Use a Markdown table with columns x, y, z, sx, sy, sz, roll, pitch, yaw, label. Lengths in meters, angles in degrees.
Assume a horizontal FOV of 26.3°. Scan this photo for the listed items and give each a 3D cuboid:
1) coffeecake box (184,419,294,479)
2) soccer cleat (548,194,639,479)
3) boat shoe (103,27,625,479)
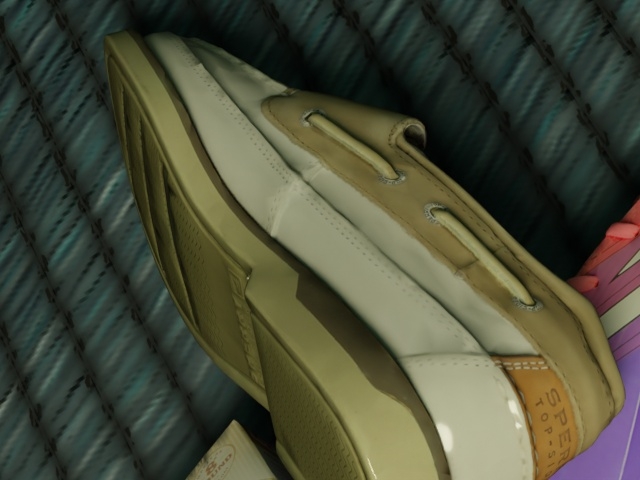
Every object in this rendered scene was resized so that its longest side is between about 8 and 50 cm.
| x | y | z | sx | sy | sz | roll | pitch | yaw | label |
| --- | --- | --- | --- | --- | --- | --- | --- | --- | --- |
| -0.030 | 0.166 | 0.489 | 0.068 | 0.185 | 0.142 | 38 | 90 | -21 | coffeecake box |
| 0.125 | 0.037 | 0.524 | 0.116 | 0.108 | 0.318 | 17 | 80 | 34 | soccer cleat |
| 0.000 | 0.000 | 0.542 | 0.103 | 0.113 | 0.302 | -20 | 43 | -17 | boat shoe |
